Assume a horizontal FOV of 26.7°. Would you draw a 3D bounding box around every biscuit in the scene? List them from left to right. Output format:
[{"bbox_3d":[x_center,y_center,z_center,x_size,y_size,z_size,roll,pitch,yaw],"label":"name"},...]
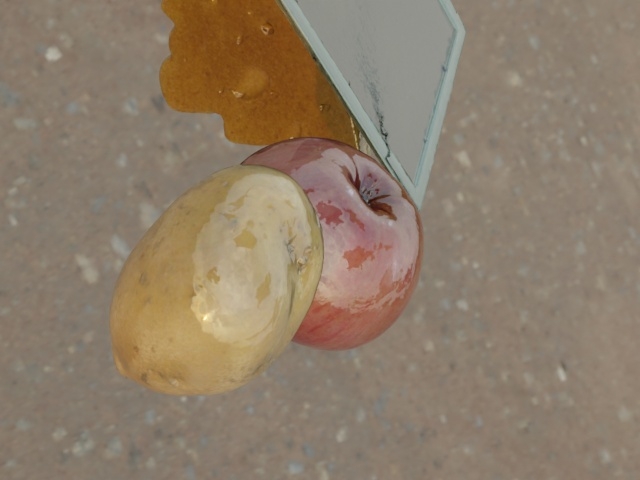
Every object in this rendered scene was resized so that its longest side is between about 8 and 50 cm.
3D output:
[{"bbox_3d":[-0.044,-0.152,1.181,0.238,0.212,0.041,43,42,5],"label":"biscuit"}]

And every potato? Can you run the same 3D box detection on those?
[{"bbox_3d":[-0.058,0.024,0.762,0.112,0.112,0.147,36,83,-34],"label":"potato"}]

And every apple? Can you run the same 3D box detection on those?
[{"bbox_3d":[0.000,0.000,0.910,0.153,0.120,0.153,38,23,-19],"label":"apple"}]

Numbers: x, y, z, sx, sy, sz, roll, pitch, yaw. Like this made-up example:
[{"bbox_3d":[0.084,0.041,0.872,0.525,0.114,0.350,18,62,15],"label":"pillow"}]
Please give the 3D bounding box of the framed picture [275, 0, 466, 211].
[{"bbox_3d":[0.034,-0.200,1.093,0.296,0.019,0.232,55,39,-37],"label":"framed picture"}]
